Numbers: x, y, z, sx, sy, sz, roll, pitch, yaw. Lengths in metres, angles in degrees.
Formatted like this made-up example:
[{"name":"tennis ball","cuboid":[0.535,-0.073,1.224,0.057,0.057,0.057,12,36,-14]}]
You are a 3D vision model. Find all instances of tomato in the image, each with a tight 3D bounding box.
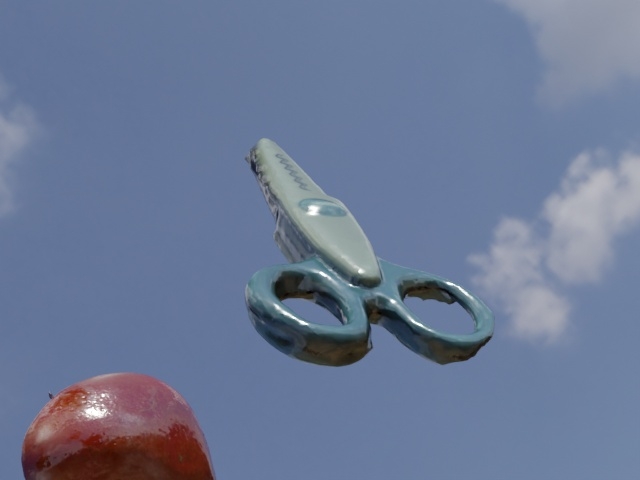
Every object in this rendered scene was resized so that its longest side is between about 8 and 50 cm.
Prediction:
[{"name":"tomato","cuboid":[-0.146,0.185,1.173,0.082,0.166,0.174,-18,-3,34]}]

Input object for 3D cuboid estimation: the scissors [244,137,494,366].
[{"name":"scissors","cuboid":[0.000,0.000,0.879,0.138,0.289,0.041,0,-67,-18]}]
